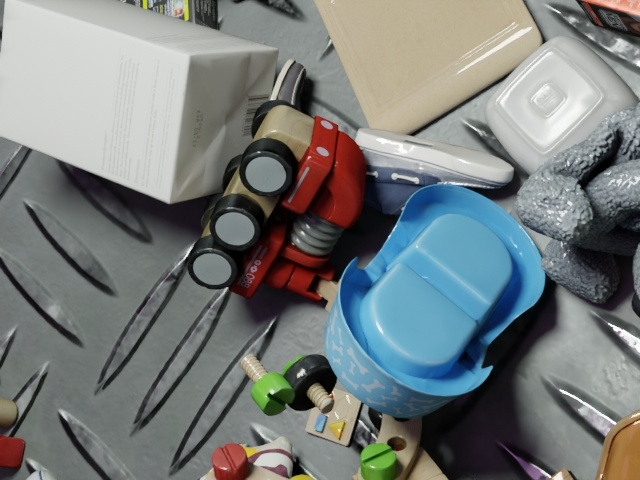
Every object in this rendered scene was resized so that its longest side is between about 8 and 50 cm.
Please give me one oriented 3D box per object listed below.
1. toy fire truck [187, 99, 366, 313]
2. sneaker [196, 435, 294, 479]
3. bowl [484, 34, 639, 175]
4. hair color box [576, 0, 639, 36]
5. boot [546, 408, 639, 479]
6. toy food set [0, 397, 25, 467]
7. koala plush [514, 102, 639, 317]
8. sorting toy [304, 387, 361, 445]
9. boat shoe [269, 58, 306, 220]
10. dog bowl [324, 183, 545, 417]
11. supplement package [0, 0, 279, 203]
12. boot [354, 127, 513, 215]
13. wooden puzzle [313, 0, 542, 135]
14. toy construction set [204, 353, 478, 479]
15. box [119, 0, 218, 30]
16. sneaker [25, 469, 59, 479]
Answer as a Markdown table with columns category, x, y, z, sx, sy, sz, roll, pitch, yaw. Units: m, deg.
| category | x | y | z | sx | sy | sz | roll | pitch | yaw |
| --- | --- | --- | --- | --- | --- | --- | --- | --- | --- |
| toy fire truck | 0.000 | 0.000 | 1.294 | 0.217 | 0.246 | 0.158 | -58 | 13 | 32 |
| sneaker | -0.101 | 0.280 | 1.341 | 0.185 | 0.069 | 0.084 | -22 | 35 | 35 |
| bowl | 0.250 | -0.142 | 1.249 | 0.142 | 0.053 | 0.142 | -45 | 59 | 14 |
| hair color box | 0.341 | -0.238 | 1.209 | 0.141 | 0.072 | 0.043 | 23 | 89 | 33 |
| boot | 0.316 | 0.248 | 1.105 | 0.197 | 0.073 | 0.152 | -45 | 64 | 17 |
| toy food set | -0.464 | 0.279 | 1.520 | 0.111 | 0.104 | 0.232 | 5 | 80 | 31 |
| koala plush | 0.333 | -0.001 | 1.089 | 0.203 | 0.196 | 0.221 | -41 | 56 | 0 |
| sorting toy | 0.017 | 0.183 | 1.321 | 0.062 | 0.012 | 0.083 | 15 | 85 | 32 |
| boat shoe | -0.036 | -0.114 | 1.408 | 0.064 | 0.075 | 0.206 | 12 | 83 | 7 |
| dog bowl | 0.109 | 0.061 | 1.160 | 0.166 | 0.297 | 0.074 | 39 | 132 | 5 |
| supplement package | -0.226 | -0.180 | 1.417 | 0.293 | 0.175 | 0.178 | 22 | 112 | 28 |
| boot | 0.121 | -0.065 | 1.306 | 0.190 | 0.069 | 0.086 | 17 | 108 | 28 |
| wooden puzzle | 0.119 | -0.261 | 1.366 | 0.221 | 0.044 | 0.239 | -31 | 68 | 20 |
| toy construction set | 0.033 | 0.291 | 1.150 | 0.237 | 0.257 | 0.309 | 45 | 123 | 39 |
| box | -0.248 | -0.372 | 1.593 | 0.216 | 0.060 | 0.270 | -14 | 71 | 26 |
| sneaker | -0.253 | 0.353 | 1.401 | 0.258 | 0.094 | 0.091 | 39 | 80 | 27 |
